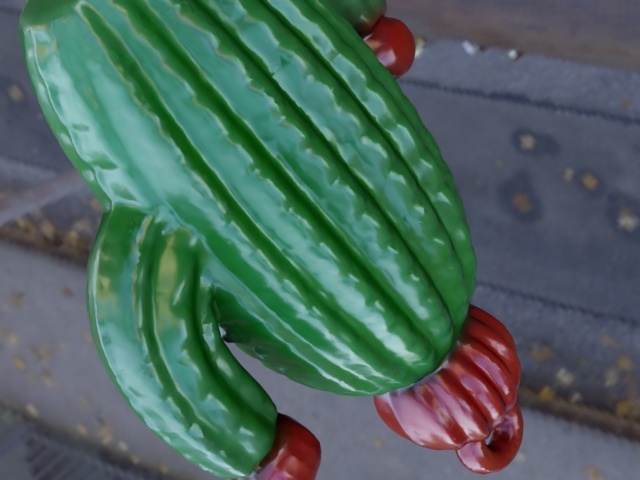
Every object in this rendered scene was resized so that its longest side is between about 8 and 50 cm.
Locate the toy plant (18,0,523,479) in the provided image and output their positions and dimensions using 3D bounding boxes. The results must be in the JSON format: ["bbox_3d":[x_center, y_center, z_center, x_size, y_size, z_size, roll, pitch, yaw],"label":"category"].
[{"bbox_3d":[-0.011,0.001,0.510,0.088,0.155,0.240,2,116,47],"label":"toy plant"}]
